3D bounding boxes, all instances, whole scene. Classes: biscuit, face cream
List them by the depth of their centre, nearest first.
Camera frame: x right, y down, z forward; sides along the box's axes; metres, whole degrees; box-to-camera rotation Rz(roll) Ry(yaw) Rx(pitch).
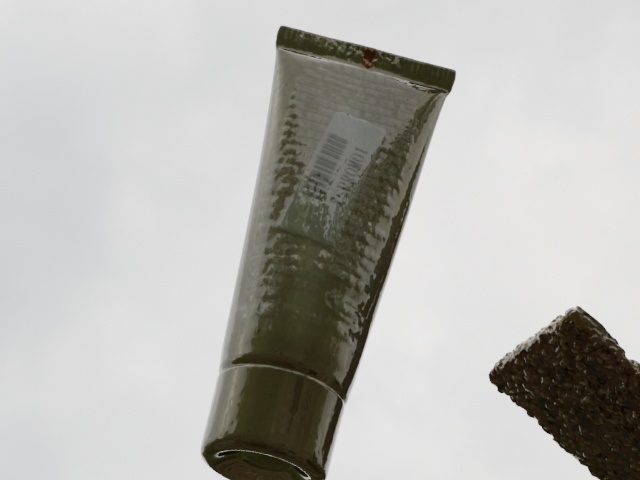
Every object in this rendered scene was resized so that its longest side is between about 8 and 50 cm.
[{"bbox_3d":[0.000,0.000,0.912,0.137,0.341,0.084,14,-29,0],"label":"face cream"},{"bbox_3d":[0.247,0.156,1.034,0.237,0.026,0.131,42,-35,-1],"label":"biscuit"}]
